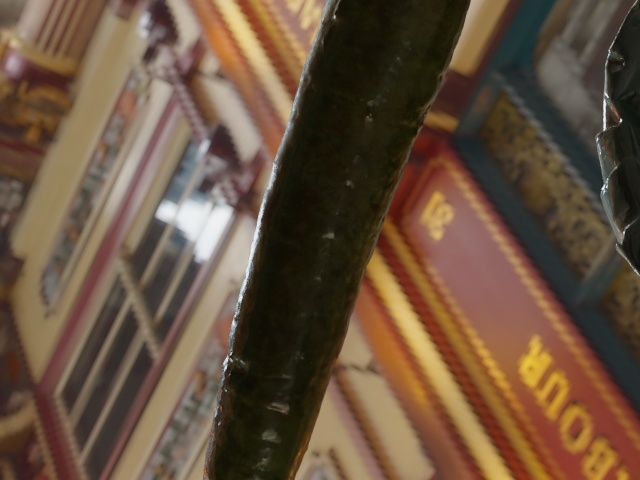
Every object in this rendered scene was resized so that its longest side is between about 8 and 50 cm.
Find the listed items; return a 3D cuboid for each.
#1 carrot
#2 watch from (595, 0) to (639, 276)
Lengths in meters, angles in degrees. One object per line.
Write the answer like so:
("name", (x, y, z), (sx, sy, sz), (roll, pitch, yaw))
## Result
("carrot", (0.000, 0.000, 0.953), (0.074, 0.358, 0.074), (18, -174, -2))
("watch", (0.250, -0.056, 0.994), (0.162, 0.253, 0.241), (15, 177, -31))
